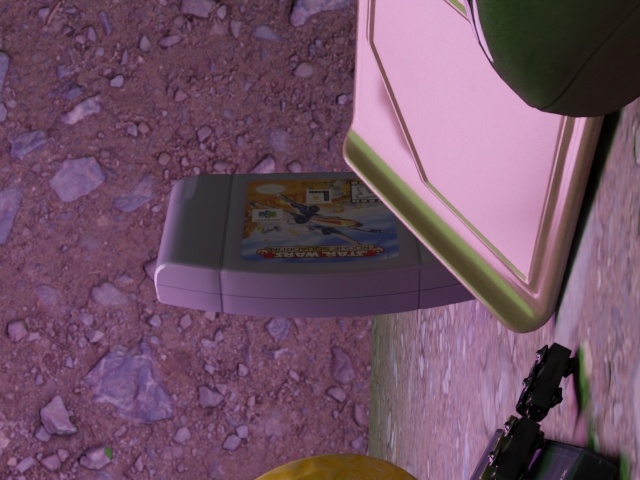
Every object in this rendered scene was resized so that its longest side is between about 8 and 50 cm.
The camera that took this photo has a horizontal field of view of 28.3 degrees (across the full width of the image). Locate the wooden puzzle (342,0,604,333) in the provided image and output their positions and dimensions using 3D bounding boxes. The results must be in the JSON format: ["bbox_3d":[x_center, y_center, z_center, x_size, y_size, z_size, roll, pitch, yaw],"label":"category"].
[{"bbox_3d":[0.097,-0.086,0.822,0.221,0.044,0.238,48,149,31],"label":"wooden puzzle"}]

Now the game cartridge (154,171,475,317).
[{"bbox_3d":[0.000,0.000,1.187,0.198,0.297,0.062,-92,0,-64],"label":"game cartridge"}]

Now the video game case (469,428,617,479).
[{"bbox_3d":[0.096,0.212,0.789,0.196,0.026,0.274,-61,-1,-6],"label":"video game case"}]

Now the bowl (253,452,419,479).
[{"bbox_3d":[0.022,0.344,1.076,0.156,0.290,0.289,-144,53,-61],"label":"bowl"}]

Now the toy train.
[{"bbox_3d":[0.111,0.130,0.749,0.158,0.027,0.036,-60,-5,-28],"label":"toy train"}]

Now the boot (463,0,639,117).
[{"bbox_3d":[0.105,-0.081,0.258,0.161,0.083,0.246,-88,23,-43],"label":"boot"}]
